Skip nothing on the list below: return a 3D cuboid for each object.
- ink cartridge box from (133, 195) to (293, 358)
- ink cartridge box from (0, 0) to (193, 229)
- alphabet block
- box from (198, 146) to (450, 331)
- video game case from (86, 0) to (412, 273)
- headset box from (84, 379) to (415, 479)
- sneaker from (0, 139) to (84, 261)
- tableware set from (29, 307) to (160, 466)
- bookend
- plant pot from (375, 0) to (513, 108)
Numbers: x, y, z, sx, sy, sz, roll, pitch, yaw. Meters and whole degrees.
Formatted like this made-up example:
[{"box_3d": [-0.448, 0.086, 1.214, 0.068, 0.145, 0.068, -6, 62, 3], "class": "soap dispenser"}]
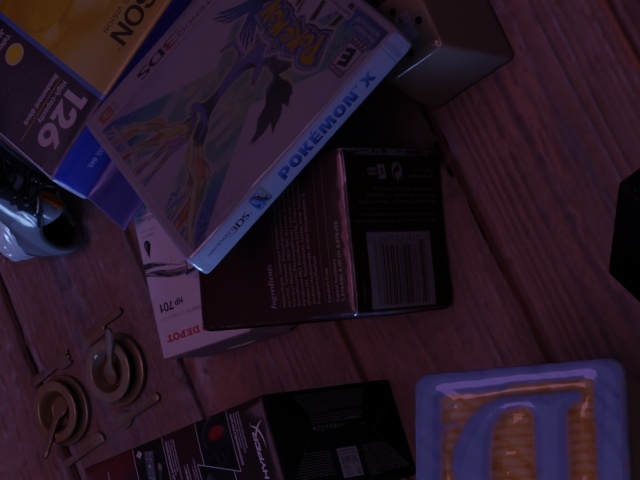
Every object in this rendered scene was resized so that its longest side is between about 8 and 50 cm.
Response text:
[{"box_3d": [-0.121, 0.024, 1.936, 0.139, 0.082, 0.191, -20, 77, 37], "class": "ink cartridge box"}, {"box_3d": [-0.247, -0.218, 1.982, 0.307, 0.072, 0.304, 38, 95, 35], "class": "ink cartridge box"}, {"box_3d": [0.205, 0.221, 1.570, 0.193, 0.197, 0.192, -5, 72, 21], "class": "alphabet block"}, {"box_3d": [0.000, 0.000, 1.786, 0.203, 0.168, 0.167, -7, 87, 37], "class": "box"}, {"box_3d": [-0.085, -0.157, 1.778, 0.300, 0.036, 0.329, -48, 38, 5], "class": "video game case"}, {"box_3d": [-0.086, 0.246, 1.830, 0.293, 0.218, 0.110, -26, 75, 36], "class": "headset box"}, {"box_3d": [-0.366, -0.069, 2.036, 0.108, 0.271, 0.100, 3, 61, 28], "class": "sneaker"}, {"box_3d": [-0.285, 0.182, 2.094, 0.194, 0.039, 0.128, -37, 70, 32], "class": "tableware set"}, {"box_3d": [0.344, -0.030, 1.568, 0.157, 0.156, 0.072, -36, 62, -14], "class": "bookend"}, {"box_3d": [0.107, -0.205, 1.742, 0.109, 0.096, 0.109, -33, 72, 34], "class": "plant pot"}]
